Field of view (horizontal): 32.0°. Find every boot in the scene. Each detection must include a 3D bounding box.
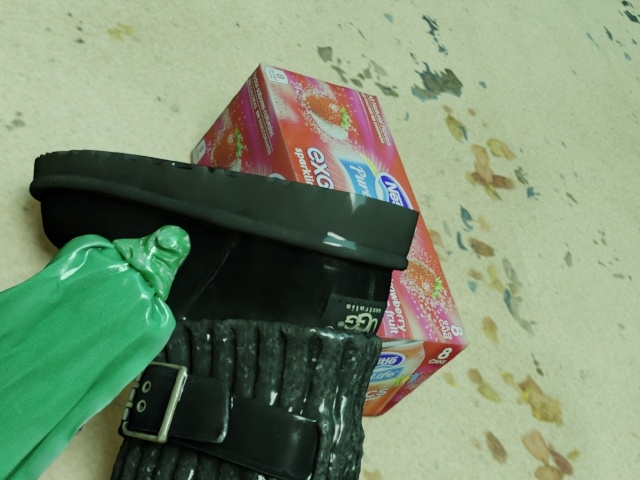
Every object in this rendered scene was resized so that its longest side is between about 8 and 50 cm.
[{"bbox_3d":[-0.098,0.081,0.713,0.131,0.348,0.260,11,91,-41],"label":"boot"}]

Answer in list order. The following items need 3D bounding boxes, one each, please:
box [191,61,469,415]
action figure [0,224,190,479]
[{"bbox_3d":[0.000,0.000,0.891,0.128,0.122,0.257,10,50,-36],"label":"box"},{"bbox_3d":[-0.161,0.072,0.614,0.137,0.232,0.063,50,2,4],"label":"action figure"}]
